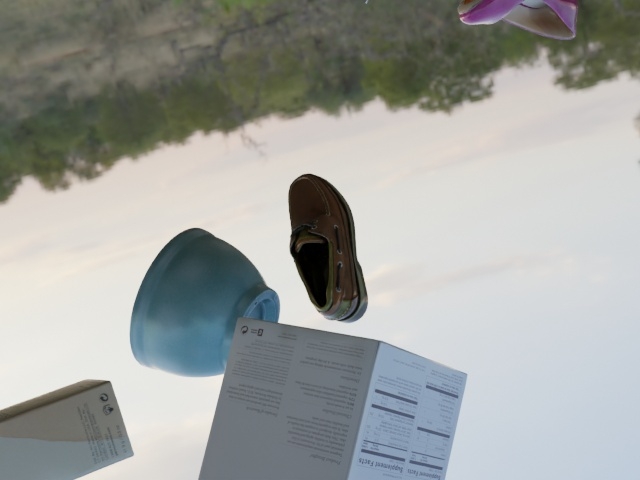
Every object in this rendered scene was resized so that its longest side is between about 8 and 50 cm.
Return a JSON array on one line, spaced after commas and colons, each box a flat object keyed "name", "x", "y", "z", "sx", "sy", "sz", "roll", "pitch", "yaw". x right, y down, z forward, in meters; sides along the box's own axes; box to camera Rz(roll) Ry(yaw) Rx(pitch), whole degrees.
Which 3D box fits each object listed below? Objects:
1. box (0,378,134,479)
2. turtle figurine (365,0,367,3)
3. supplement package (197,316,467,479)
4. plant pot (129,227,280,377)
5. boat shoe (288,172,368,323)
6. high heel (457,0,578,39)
[{"name": "box", "x": -0.448, "y": 0.309, "z": 1.611, "sx": 0.311, "sy": 0.121, "sz": 0.148, "roll": -18, "pitch": -177, "yaw": -29}, {"name": "turtle figurine", "x": 0.016, "y": -0.493, "z": 1.789, "sx": 0.175, "sy": 0.234, "sz": 0.118, "roll": -7, "pitch": -137, "yaw": -3}, {"name": "supplement package", "x": 0.009, "y": 0.243, "z": 1.240, "sx": 0.199, "sy": 0.262, "sz": 0.198, "roll": 6, "pitch": 168, "yaw": 38}, {"name": "plant pot", "x": -0.201, "y": 0.143, "z": 2.147, "sx": 0.196, "sy": 0.293, "sz": 0.293, "roll": 20, "pitch": -155, "yaw": 22}, {"name": "boat shoe", "x": 0.000, "y": 0.000, "z": 2.009, "sx": 0.111, "sy": 0.307, "sz": 0.104, "roll": -36, "pitch": 149, "yaw": 26}, {"name": "high heel", "x": 0.264, "y": -0.290, "z": 1.453, "sx": 0.082, "sy": 0.117, "sz": 0.244, "roll": -17, "pitch": -168, "yaw": 38}]
